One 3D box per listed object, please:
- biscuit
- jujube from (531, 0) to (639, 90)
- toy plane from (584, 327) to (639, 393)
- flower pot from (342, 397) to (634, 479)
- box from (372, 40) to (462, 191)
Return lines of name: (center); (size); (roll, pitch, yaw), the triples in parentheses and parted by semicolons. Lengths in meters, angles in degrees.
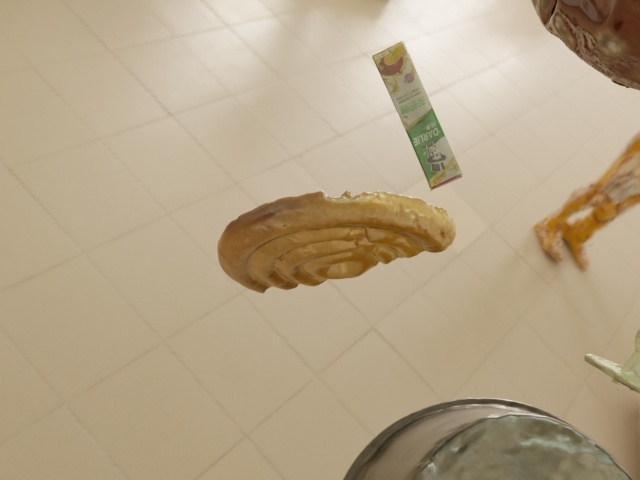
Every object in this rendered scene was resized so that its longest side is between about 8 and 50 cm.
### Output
biscuit: (0.000, 0.001, 0.720); (0.144, 0.224, 0.033); (40, 41, -57)
jujube: (0.374, -0.290, 0.837); (0.276, 0.277, 0.377); (18, 19, -24)
toy plane: (0.342, 0.074, 0.645); (0.286, 0.108, 0.092); (1, 22, -29)
flower pot: (0.179, 0.298, 0.796); (0.379, 0.251, 0.380); (-2, 62, 4)
box: (0.134, -0.172, 1.118); (0.207, 0.049, 0.041); (67, 14, 4)
